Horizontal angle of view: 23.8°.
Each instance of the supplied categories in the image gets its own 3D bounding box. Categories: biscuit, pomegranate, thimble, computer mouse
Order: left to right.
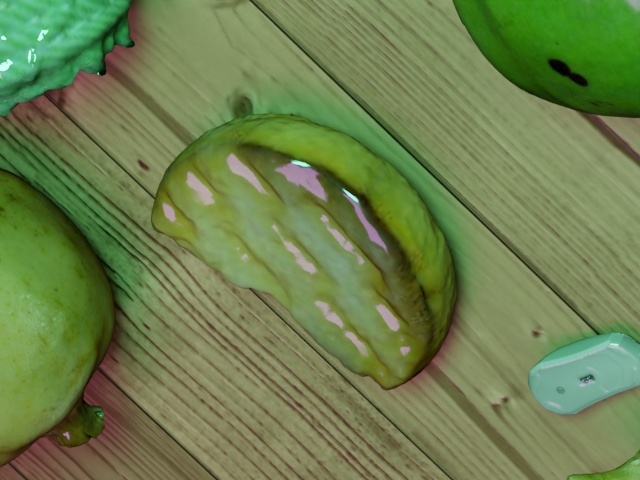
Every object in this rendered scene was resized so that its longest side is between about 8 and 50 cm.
[{"bbox_3d":[-0.337,0.069,1.417,0.307,0.307,0.307,17,130,21],"label":"pomegranate"},{"bbox_3d":[-0.263,-0.195,1.206,0.219,0.219,0.150,-1,122,33],"label":"thimble"},{"bbox_3d":[0.001,-0.001,1.265,0.274,0.091,0.213,41,137,1],"label":"biscuit"},{"bbox_3d":[0.224,0.104,1.244,0.110,0.032,0.056,-26,108,31],"label":"computer mouse"},{"bbox_3d":[0.191,-0.197,0.904,0.254,0.254,0.271,-19,102,40],"label":"pomegranate"}]

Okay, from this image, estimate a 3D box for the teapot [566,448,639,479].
[{"bbox_3d":[0.340,0.236,1.174,0.311,0.167,0.203,20,131,18],"label":"teapot"}]
